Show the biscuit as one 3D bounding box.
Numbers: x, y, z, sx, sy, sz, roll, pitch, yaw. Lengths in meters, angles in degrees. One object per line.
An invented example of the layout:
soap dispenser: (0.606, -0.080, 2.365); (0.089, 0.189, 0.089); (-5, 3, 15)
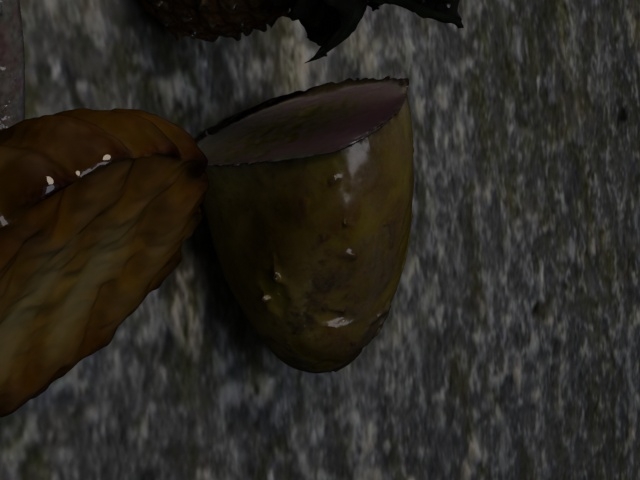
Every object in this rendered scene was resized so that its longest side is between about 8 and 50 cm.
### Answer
biscuit: (-0.226, 0.021, 0.922); (0.107, 0.325, 0.326); (49, 42, 15)

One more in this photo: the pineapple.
pineapple: (-0.009, -0.235, 1.059); (0.166, 0.365, 0.165); (-13, 108, -45)

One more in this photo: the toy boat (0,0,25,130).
toy boat: (-0.254, -0.116, 0.930); (0.155, 0.085, 0.227); (-78, 176, -64)

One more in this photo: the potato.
potato: (0.000, 0.000, 1.221); (0.229, 0.229, 0.266); (-38, 126, -41)
